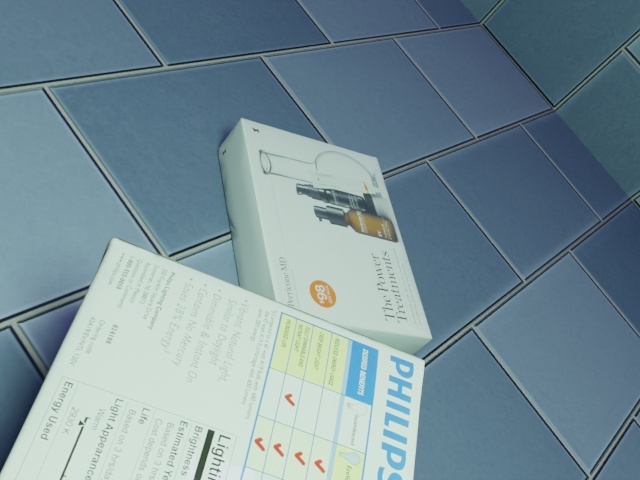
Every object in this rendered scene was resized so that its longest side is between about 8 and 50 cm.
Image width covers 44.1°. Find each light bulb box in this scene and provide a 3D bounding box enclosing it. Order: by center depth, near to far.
[{"bbox_3d":[-0.116,0.246,0.784,0.361,0.225,0.357,23,46,-10],"label":"light bulb box"}]

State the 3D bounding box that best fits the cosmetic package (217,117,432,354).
[{"bbox_3d":[0.000,0.000,1.269,0.285,0.097,0.377,10,50,-32],"label":"cosmetic package"}]
